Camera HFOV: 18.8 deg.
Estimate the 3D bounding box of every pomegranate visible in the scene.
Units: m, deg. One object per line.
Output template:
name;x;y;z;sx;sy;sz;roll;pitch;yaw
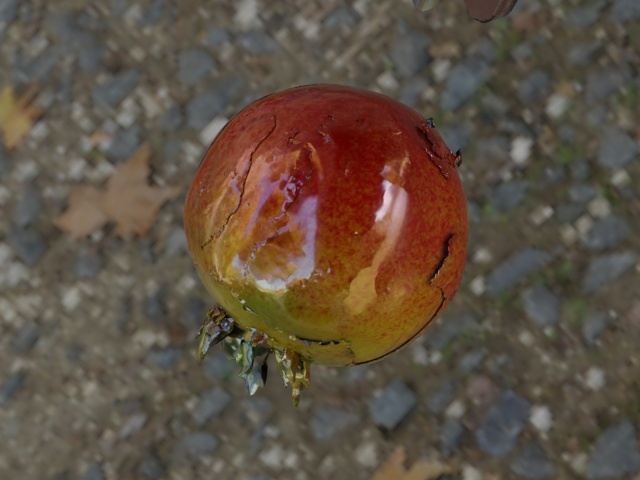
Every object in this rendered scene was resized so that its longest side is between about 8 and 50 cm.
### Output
pomegranate;0.000;0.000;1.393;0.210;0.210;0.235;37;100;46

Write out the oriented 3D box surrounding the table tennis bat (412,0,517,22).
table tennis bat;0.071;-0.169;1.001;0.019;0.220;0.130;-15;78;-10
